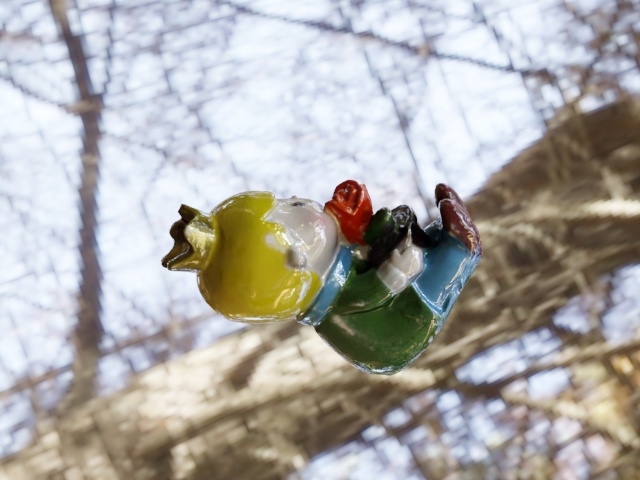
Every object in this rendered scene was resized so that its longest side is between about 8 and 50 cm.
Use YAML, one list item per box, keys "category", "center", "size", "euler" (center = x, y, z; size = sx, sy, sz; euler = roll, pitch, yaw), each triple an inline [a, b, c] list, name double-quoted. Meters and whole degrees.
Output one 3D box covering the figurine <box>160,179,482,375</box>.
- category: "figurine"
  center: [0.002, 0.003, 1.637]
  size: [0.234, 0.127, 0.185]
  euler: [31, -65, -11]
